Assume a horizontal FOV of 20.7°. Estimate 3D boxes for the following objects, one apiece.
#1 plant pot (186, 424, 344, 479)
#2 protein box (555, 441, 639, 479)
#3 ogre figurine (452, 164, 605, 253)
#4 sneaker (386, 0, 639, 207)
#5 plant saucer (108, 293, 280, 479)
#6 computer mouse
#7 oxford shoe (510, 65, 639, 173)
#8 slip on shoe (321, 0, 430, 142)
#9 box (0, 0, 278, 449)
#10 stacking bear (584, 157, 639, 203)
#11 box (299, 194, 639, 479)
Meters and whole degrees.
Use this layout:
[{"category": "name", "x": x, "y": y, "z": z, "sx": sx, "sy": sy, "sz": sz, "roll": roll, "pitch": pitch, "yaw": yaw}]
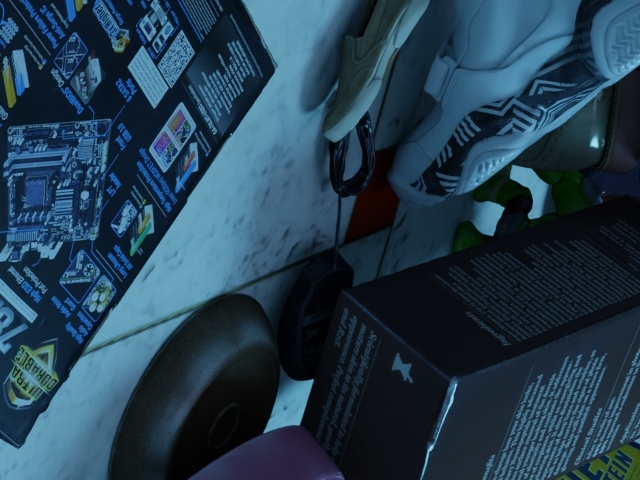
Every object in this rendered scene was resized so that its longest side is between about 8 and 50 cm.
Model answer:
[{"category": "plant pot", "x": -0.038, "y": 0.270, "z": 1.324, "sx": 0.201, "sy": 0.180, "sz": 0.201, "roll": -34, "pitch": 163, "yaw": -12}, {"category": "protein box", "x": 0.367, "y": 0.316, "z": 2.211, "sx": 0.136, "sy": 0.201, "sz": 0.200, "roll": -64, "pitch": 156, "yaw": 1}, {"category": "ogre figurine", "x": 0.195, "y": -0.006, "z": 1.662, "sx": 0.197, "sy": 0.118, "sz": 0.097, "roll": -63, "pitch": 155, "yaw": 0}, {"category": "sneaker", "x": 0.141, "y": -0.186, "z": 1.375, "sx": 0.137, "sy": 0.210, "sz": 0.366, "roll": -34, "pitch": 176, "yaw": -47}, {"category": "plant saucer", "x": -0.086, "y": 0.137, "z": 1.349, "sx": 0.198, "sy": 0.036, "sz": 0.198, "roll": -45, "pitch": 149, "yaw": -37}, {"category": "computer mouse", "x": 0.000, "y": 0.000, "z": 1.395, "sx": 0.071, "sy": 0.041, "sz": 0.242, "roll": -13, "pitch": 120, "yaw": -51}, {"category": "oxford shoe", "x": 0.210, "y": -0.220, "z": 1.489, "sx": 0.123, "sy": 0.130, "sz": 0.348, "roll": -118, "pitch": -155, "yaw": -72}, {"category": "slip on shoe", "x": 0.032, "y": -0.139, "z": 1.310, "sx": 0.135, "sy": 0.041, "sz": 0.051, "roll": -58, "pitch": -167, "yaw": 0}, {"category": "box", "x": -0.161, "y": -0.063, "z": 0.965, "sx": 0.293, "sy": 0.073, "sz": 0.295, "roll": -57, "pitch": 155, "yaw": -13}, {"category": "stacking bear", "x": 0.378, "y": -0.058, "z": 1.935, "sx": 0.164, "sy": 0.175, "sz": 0.289, "roll": 52, "pitch": 43, "yaw": -17}, {"category": "box", "x": 0.169, "y": 0.106, "z": 1.497, "sx": 0.381, "sy": 0.143, "sz": 0.191, "roll": -17, "pitch": 135, "yaw": -43}]
